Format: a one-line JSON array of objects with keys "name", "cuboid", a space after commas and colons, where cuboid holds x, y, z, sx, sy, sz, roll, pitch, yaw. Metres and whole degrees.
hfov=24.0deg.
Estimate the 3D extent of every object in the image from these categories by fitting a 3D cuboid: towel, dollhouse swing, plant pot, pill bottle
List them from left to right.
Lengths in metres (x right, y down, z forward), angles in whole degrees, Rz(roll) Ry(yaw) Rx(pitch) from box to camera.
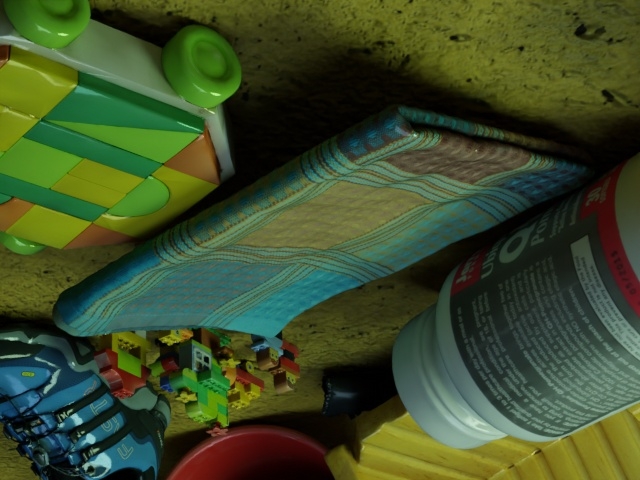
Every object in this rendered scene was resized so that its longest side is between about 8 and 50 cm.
[{"name": "plant pot", "cuboid": [-0.032, 0.358, 1.688, 0.275, 0.275, 0.243, -12, 161, 15]}, {"name": "towel", "cuboid": [0.000, 0.000, 1.184, 0.370, 0.040, 0.271, -27, 160, 35]}, {"name": "dollhouse swing", "cuboid": [0.245, 0.292, 1.471, 0.347, 0.305, 0.315, -34, 143, 29]}, {"name": "pill bottle", "cuboid": [0.208, 0.063, 1.245, 0.176, 0.176, 0.318, 18, 144, -33]}]

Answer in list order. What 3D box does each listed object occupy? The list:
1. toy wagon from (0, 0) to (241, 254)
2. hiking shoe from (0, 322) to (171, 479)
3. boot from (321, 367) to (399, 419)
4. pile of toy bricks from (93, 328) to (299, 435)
[{"name": "toy wagon", "cuboid": [-0.232, -0.088, 1.039, 0.344, 0.068, 0.267, 18, 144, -34]}, {"name": "hiking shoe", "cuboid": [-0.246, 0.174, 1.440, 0.113, 0.132, 0.304, -21, 146, 29]}, {"name": "boot", "cuboid": [0.052, 0.145, 1.515, 0.099, 0.045, 0.121, 1, 152, -3]}, {"name": "pile of toy bricks", "cuboid": [-0.106, 0.131, 1.406, 0.118, 0.105, 0.212, -22, 146, 29]}]
